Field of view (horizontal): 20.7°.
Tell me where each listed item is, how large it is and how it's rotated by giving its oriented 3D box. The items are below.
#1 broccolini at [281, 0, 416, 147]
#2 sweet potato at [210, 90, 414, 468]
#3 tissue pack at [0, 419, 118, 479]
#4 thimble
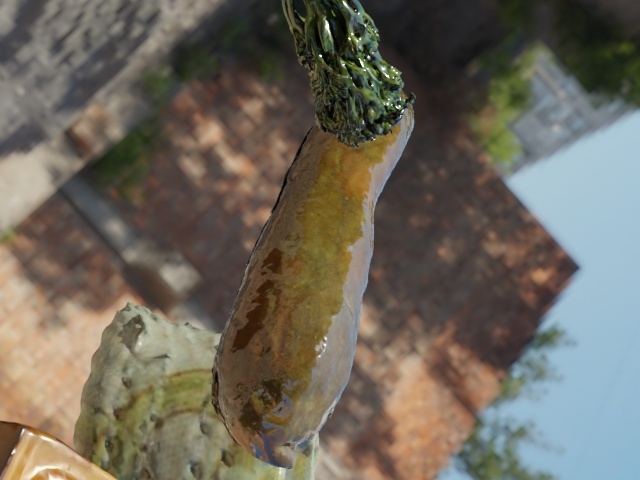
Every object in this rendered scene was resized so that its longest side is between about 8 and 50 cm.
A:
[{"bbox_3d":[-0.017,-0.150,0.852,0.054,0.239,0.051,1,-144,42],"label":"broccolini"},{"bbox_3d":[0.000,0.000,0.962,0.075,0.075,0.273,-39,-155,47],"label":"sweet potato"},{"bbox_3d":[-0.143,0.195,0.468,0.194,0.145,0.275,1,-121,45],"label":"tissue pack"},{"bbox_3d":[-0.082,0.142,1.161,0.137,0.143,0.191,-20,117,-77],"label":"thimble"}]
